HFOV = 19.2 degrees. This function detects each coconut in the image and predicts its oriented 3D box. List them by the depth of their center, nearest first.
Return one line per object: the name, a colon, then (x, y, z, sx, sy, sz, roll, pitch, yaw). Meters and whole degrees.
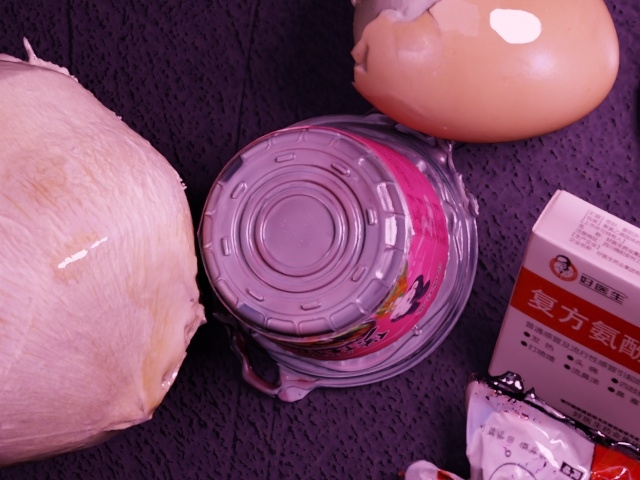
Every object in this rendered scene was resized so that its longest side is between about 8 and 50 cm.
coconut: (-0.272, 0.036, 1.663, 0.346, 0.346, 0.360, -43, 76, 6)

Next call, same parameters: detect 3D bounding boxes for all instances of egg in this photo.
egg: (0.143, -0.181, 1.664, 0.244, 0.201, 0.201, 20, 89, 2)

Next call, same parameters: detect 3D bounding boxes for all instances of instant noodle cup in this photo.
instant noodle cup: (0.000, 0.000, 1.685, 0.258, 0.181, 0.302, 20, 89, 15)

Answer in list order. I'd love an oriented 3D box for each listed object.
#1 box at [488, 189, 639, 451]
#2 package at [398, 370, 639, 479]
box: (0.323, 0.117, 1.590, 0.353, 0.214, 0.069, 26, 53, 13)
package: (0.207, 0.244, 1.673, 0.269, 0.071, 0.194, 35, 113, 6)
